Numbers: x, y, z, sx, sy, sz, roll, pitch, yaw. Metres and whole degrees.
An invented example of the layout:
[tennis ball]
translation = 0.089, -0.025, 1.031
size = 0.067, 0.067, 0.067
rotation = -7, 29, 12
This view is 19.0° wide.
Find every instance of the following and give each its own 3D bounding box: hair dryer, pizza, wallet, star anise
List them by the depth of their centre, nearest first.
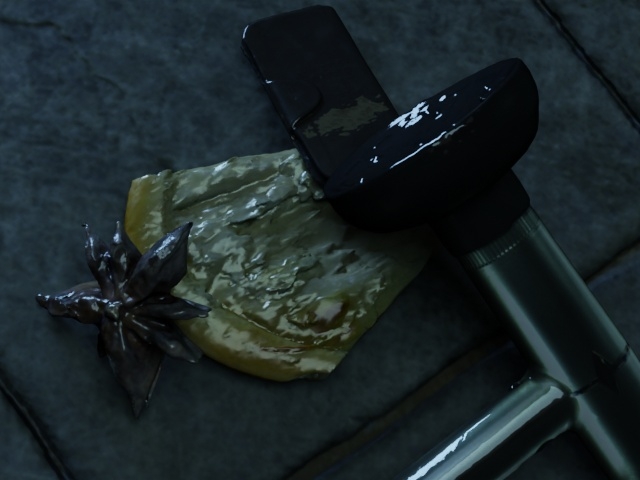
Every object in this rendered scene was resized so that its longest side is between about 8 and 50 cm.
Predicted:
[hair dryer]
translation = 0.082, 0.085, 1.220
size = 0.284, 0.156, 0.320
rotation = -30, 97, -26
[star anise]
translation = -0.118, 0.033, 1.243
size = 0.124, 0.129, 0.056
rotation = 48, 27, 14
[pizza]
translation = 0.000, 0.000, 1.318
size = 0.262, 0.034, 0.181
rotation = -22, 74, -18
[wallet]
translation = 0.005, -0.102, 1.347
size = 0.082, 0.018, 0.156
rotation = -15, 58, -21
